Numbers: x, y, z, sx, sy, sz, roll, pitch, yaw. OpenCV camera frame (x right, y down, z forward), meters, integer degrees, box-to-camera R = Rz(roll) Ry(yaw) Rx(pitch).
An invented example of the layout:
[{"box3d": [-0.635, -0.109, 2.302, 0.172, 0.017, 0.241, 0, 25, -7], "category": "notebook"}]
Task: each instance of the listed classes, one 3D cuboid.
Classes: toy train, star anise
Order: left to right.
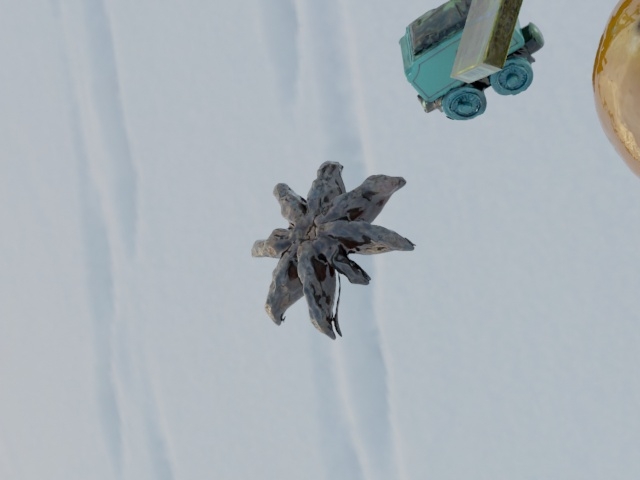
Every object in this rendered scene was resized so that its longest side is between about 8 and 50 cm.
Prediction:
[{"box3d": [-0.002, -0.001, 0.952, 0.141, 0.042, 0.141, -19, 56, 32], "category": "star anise"}, {"box3d": [0.205, -0.259, 1.883, 0.198, 0.154, 0.107, -28, 38, 22], "category": "toy train"}]

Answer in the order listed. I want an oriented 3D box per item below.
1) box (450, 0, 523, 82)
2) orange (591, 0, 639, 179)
[{"box3d": [0.210, -0.288, 1.597, 0.121, 0.030, 0.193, 175, 112, -77], "category": "box"}, {"box3d": [0.448, -0.174, 1.442, 0.312, 0.312, 0.312, 23, 119, 50], "category": "orange"}]
